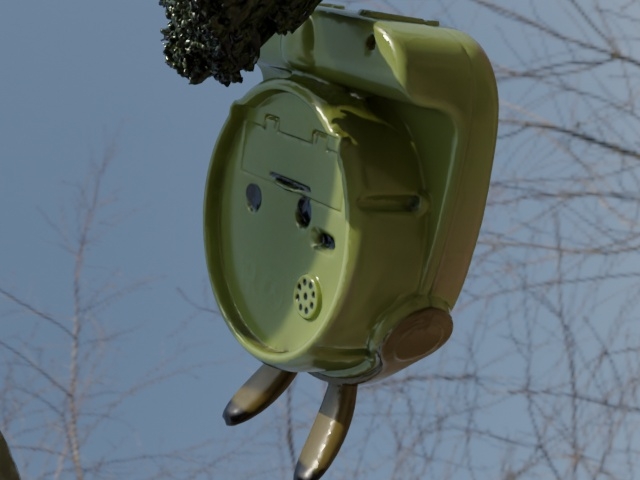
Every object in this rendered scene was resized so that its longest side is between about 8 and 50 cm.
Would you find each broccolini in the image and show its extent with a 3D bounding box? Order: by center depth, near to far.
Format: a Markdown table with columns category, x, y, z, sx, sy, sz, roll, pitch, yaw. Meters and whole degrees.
| category | x | y | z | sx | sy | sz | roll | pitch | yaw |
| --- | --- | --- | --- | --- | --- | --- | --- | --- | --- |
| broccolini | 0.020 | -0.148 | 0.480 | 0.239 | 0.054 | 0.051 | -42 | -40 | -27 |

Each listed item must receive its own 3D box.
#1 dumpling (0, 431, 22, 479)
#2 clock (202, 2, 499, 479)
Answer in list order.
| category | x | y | z | sx | sy | sz | roll | pitch | yaw |
| --- | --- | --- | --- | --- | --- | --- | --- | --- | --- |
| dumpling | -0.214 | 0.102 | 0.496 | 0.092 | 0.176 | 0.150 | 106 | 178 | -46 |
| clock | 0.000 | 0.000 | 0.530 | 0.069 | 0.170 | 0.232 | -1 | -75 | -35 |
